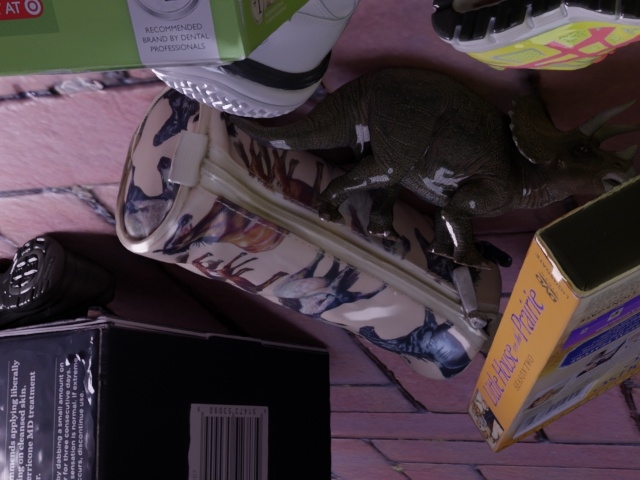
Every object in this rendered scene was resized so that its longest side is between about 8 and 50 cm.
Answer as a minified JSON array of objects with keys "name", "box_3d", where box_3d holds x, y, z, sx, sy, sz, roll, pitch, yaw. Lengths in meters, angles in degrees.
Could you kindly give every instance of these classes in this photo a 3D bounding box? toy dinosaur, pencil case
[{"name":"toy dinosaur","box_3d":[0.088,-0.073,0.799,0.313,0.160,0.121,18,-178,4]},{"name":"pencil case","box_3d":[0.000,0.000,0.915,0.410,0.160,0.183,27,164,-34]}]

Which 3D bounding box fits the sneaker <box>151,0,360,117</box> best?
[{"name":"sneaker","box_3d":[-0.114,-0.216,0.547,0.366,0.137,0.210,23,143,-23]}]

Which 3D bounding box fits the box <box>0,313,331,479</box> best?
[{"name":"box","box_3d":[-0.302,0.282,1.313,0.472,0.297,0.480,-7,167,31]}]

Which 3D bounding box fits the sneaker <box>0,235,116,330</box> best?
[{"name":"sneaker","box_3d":[-0.376,0.081,1.263,0.286,0.109,0.130,-14,153,41]}]

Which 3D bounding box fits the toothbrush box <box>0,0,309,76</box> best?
[{"name":"toothbrush box","box_3d":[-0.127,-0.217,0.390,0.206,0.122,0.283,-1,117,16]}]

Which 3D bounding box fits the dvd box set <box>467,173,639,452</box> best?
[{"name":"dvd box set","box_3d":[0.291,0.040,0.856,0.307,0.062,0.420,-27,156,-10]}]

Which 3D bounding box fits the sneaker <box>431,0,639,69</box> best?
[{"name":"sneaker","box_3d":[0.186,-0.158,0.652,0.208,0.081,0.094,-2,162,31]}]
